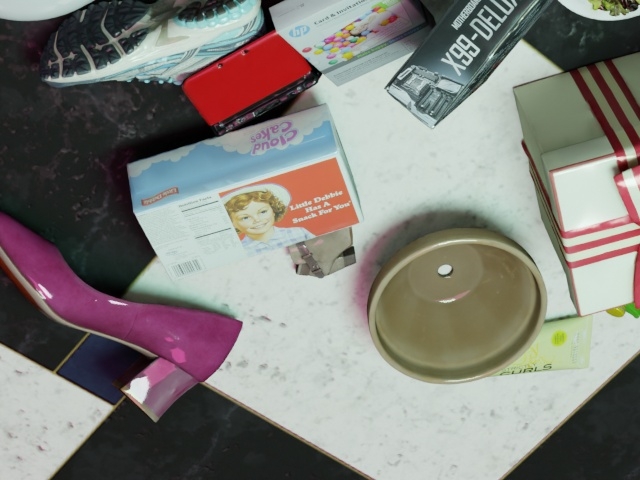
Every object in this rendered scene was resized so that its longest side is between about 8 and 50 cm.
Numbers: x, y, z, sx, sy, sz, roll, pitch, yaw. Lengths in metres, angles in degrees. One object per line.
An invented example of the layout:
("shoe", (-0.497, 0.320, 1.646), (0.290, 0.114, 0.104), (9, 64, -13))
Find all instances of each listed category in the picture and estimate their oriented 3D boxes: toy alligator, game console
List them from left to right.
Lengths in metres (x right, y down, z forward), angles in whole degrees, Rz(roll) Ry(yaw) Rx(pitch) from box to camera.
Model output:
("game console", (-0.081, -0.196, 1.920), (0.144, 0.124, 0.085), (-27, 100, 11))
("toy alligator", (0.381, 0.051, 2.158), (0.051, 0.056, 0.190), (6, 151, 41))

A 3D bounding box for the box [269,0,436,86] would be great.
("box", (0.044, -0.255, 1.864), (0.145, 0.038, 0.186), (-24, 156, 15))

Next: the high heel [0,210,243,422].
("high heel", (-0.275, 0.055, 2.076), (0.181, 0.127, 0.377), (-46, 117, -12))

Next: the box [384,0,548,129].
("box", (0.223, -0.286, 1.797), (0.076, 0.242, 0.307), (41, 119, 3))

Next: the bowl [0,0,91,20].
("bowl", (-0.332, -0.359, 1.757), (0.297, 0.134, 0.298), (-3, 123, -5))

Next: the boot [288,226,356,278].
("boot", (0.000, 0.000, 2.089), (0.087, 0.042, 0.118), (-8, 123, 0))

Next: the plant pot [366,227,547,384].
("plant pot", (0.176, 0.068, 2.114), (0.237, 0.110, 0.237), (-3, 123, -4))

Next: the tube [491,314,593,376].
("tube", (0.264, 0.155, 2.216), (0.240, 0.062, 0.070), (-6, 164, -9))

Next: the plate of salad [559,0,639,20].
("plate of salad", (0.363, -0.351, 1.903), (0.199, 0.048, 0.200), (-4, 123, -6))

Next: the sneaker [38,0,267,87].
("sneaker", (-0.194, -0.222, 1.882), (0.283, 0.110, 0.122), (-16, 140, 10))

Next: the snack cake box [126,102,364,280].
("snack cake box", (-0.092, -0.059, 1.986), (0.264, 0.089, 0.152), (-17, 141, 4))

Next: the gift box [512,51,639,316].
("gift box", (0.402, -0.084, 1.957), (0.276, 0.258, 0.255), (-19, 124, 6))
